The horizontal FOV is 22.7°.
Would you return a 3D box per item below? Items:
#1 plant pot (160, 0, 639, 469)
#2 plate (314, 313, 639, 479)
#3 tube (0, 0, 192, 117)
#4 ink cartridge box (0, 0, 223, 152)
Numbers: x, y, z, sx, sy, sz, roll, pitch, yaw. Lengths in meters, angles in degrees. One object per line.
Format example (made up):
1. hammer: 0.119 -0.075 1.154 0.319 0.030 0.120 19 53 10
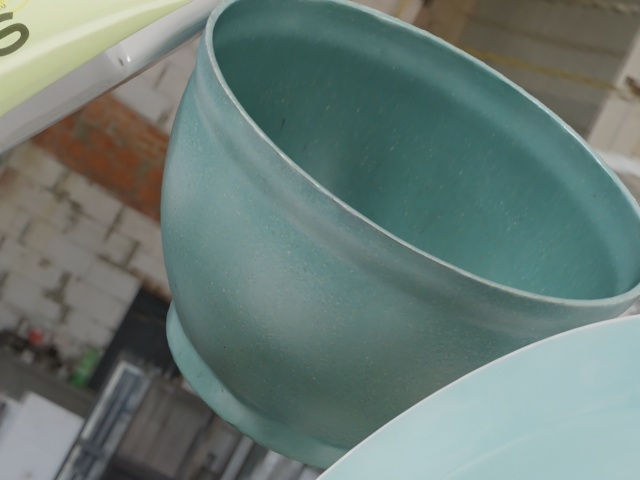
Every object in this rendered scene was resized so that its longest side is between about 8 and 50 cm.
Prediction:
1. plant pot: 0.024 0.012 0.958 0.293 0.196 0.293 23 29 -14
2. plate: 0.049 0.083 0.431 0.024 0.188 0.188 57 -17 -16
3. tube: -0.157 -0.049 0.527 0.062 0.240 0.070 33 -22 57
4. ink cartridge box: -0.141 -0.201 1.092 0.285 0.395 0.166 -23 -78 40
